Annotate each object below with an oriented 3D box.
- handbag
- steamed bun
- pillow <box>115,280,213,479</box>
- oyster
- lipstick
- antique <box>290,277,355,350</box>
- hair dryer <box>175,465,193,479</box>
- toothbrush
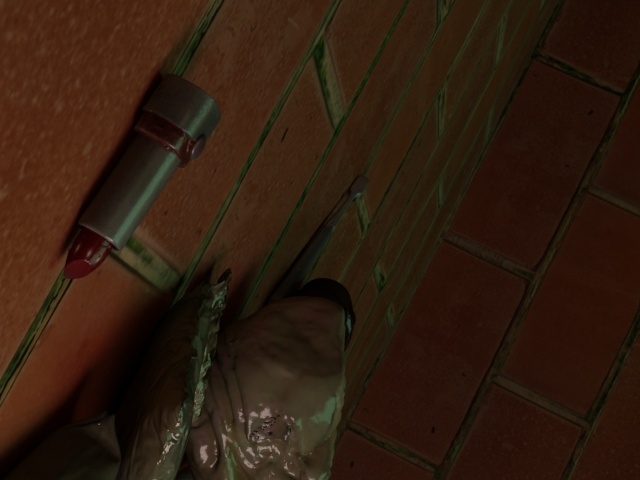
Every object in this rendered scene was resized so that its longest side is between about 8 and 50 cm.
[{"bbox_3d":[-0.288,0.322,1.020,0.253,0.109,0.316,-65,176,28],"label":"handbag"},{"bbox_3d":[-0.084,0.227,1.524,0.275,0.206,0.320,143,-47,-78],"label":"steamed bun"},{"bbox_3d":[-0.184,0.209,1.210,0.280,0.076,0.274,-92,-156,-69],"label":"pillow"},{"bbox_3d":[-0.138,0.122,1.388,0.106,0.061,0.200,-51,164,-53],"label":"oyster"},{"bbox_3d":[-0.152,-0.044,0.957,0.186,0.057,0.063,-59,169,-13],"label":"lipstick"},{"bbox_3d":[-0.012,0.130,1.829,0.143,0.121,0.257,-61,172,12],"label":"antique"},{"bbox_3d":[-0.197,0.393,1.723,0.298,0.119,0.296,-30,151,-44],"label":"hair dryer"},{"bbox_3d":[0.000,-0.002,1.861,0.342,0.025,0.030,-54,168,-44],"label":"toothbrush"}]
